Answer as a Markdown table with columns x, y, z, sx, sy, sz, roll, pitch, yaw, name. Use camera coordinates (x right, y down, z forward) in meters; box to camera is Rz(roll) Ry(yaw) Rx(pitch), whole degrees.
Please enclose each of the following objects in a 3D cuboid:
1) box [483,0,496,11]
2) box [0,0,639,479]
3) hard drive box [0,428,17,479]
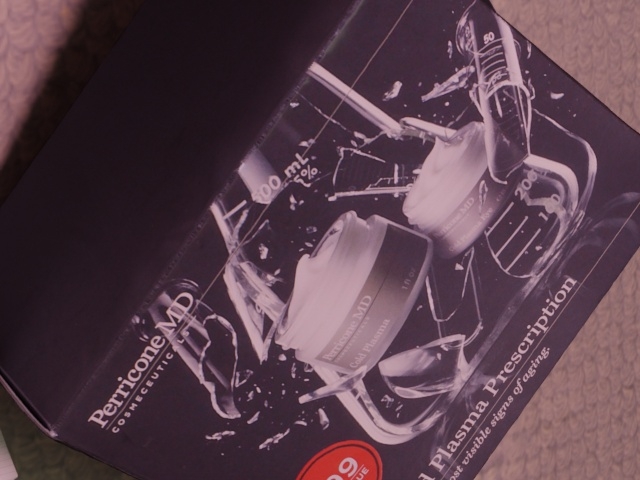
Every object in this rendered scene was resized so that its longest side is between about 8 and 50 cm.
| x | y | z | sx | sy | sz | roll | pitch | yaw | name |
| --- | --- | --- | --- | --- | --- | --- | --- | --- | --- |
| 0.034 | -0.127 | 1.374 | 0.184 | 0.103 | 0.261 | -55 | 133 | -21 | box |
| 0.000 | 0.000 | 1.199 | 0.312 | 0.179 | 0.343 | 32 | 94 | -40 | box |
| -0.289 | 0.077 | 1.048 | 0.181 | 0.089 | 0.232 | -39 | 125 | -38 | hard drive box |
